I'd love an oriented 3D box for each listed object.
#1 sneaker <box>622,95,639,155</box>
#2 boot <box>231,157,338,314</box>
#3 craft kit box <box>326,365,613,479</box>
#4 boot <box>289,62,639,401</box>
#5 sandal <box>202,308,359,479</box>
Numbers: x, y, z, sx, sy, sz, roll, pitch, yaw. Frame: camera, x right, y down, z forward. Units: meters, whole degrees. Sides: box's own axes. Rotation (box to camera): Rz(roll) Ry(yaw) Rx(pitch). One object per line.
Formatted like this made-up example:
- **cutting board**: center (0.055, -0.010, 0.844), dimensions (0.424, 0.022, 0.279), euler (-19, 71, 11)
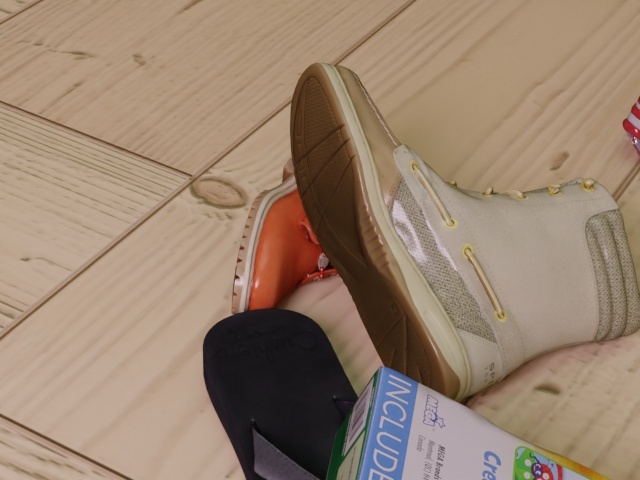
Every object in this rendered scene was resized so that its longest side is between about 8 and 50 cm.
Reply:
- **sneaker**: center (0.267, -0.082, 1.009), dimensions (0.118, 0.067, 0.042), euler (19, 23, -34)
- **boot**: center (0.000, 0.000, 0.853), dimensions (0.084, 0.059, 0.158), euler (19, 38, 12)
- **craft kit box**: center (0.103, 0.193, 0.531), dimensions (0.246, 0.061, 0.250), euler (25, 37, -5)
- **boot**: center (0.086, -0.019, 0.821), dimensions (0.165, 0.077, 0.213), euler (-16, 72, -28)
- **sandal**: center (0.004, 0.111, 0.702), dimensions (0.097, 0.054, 0.254), euler (-15, 41, -24)
